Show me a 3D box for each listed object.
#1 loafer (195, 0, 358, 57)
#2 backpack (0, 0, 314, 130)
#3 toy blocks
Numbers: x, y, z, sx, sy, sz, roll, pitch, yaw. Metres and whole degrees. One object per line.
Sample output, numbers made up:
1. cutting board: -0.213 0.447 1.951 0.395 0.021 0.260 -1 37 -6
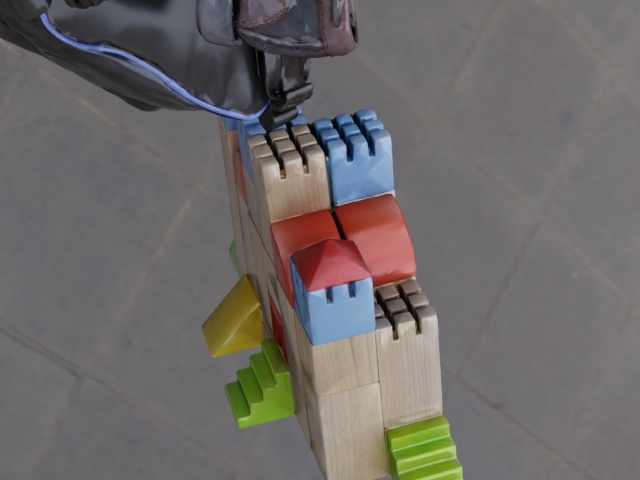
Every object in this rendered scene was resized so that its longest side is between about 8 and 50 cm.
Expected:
1. loafer: 0.002 -0.246 0.813 0.109 0.095 0.303 -60 163 -66
2. backpack: -0.117 -0.231 0.958 0.276 0.213 0.263 24 83 -58
3. toy blocks: 0.000 0.000 1.178 0.190 0.381 0.261 -14 126 -11
